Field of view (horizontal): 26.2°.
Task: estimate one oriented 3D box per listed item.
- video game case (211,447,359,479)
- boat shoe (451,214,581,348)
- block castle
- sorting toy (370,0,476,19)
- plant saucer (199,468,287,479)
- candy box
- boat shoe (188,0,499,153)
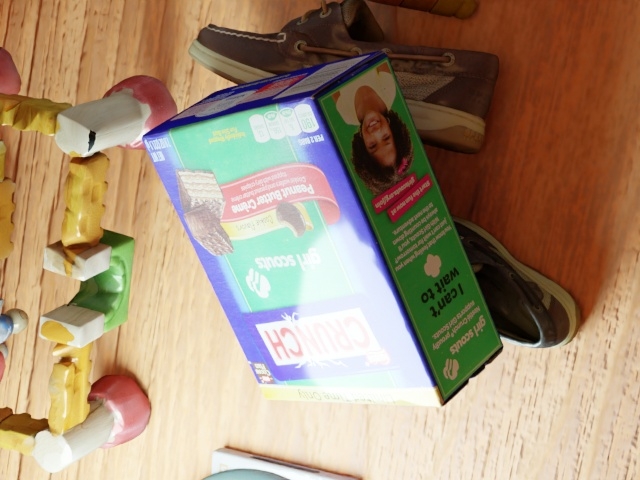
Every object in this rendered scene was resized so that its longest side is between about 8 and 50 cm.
[{"bbox_3d":[-0.046,0.356,1.560,0.193,0.023,0.212,7,99,33],"label":"video game case"},{"bbox_3d":[0.152,0.037,1.370,0.223,0.073,0.080,33,111,26],"label":"boat shoe"},{"bbox_3d":[-0.340,0.015,1.616,0.303,0.213,0.453,13,109,20],"label":"block castle"},{"bbox_3d":[0.169,-0.355,1.327,0.126,0.127,0.365,34,112,-6],"label":"sorting toy"},{"bbox_3d":[-0.082,0.419,1.550,0.318,0.044,0.317,4,97,33],"label":"plant saucer"},{"bbox_3d":[0.000,0.000,1.344,0.268,0.122,0.317,-7,114,49],"label":"candy box"},{"bbox_3d":[0.024,-0.188,1.416,0.342,0.123,0.123,19,94,29],"label":"boat shoe"}]
